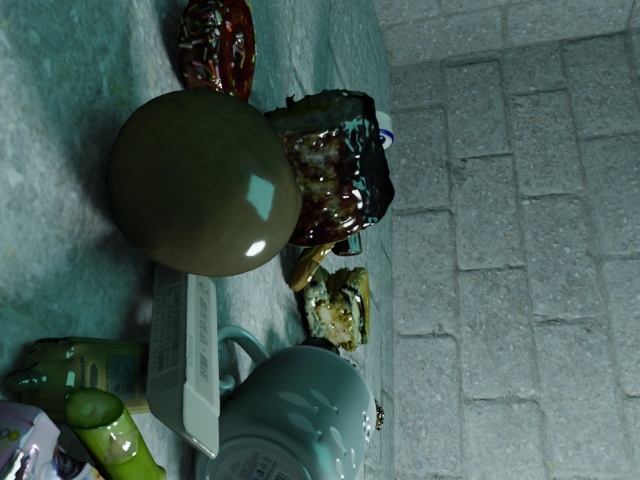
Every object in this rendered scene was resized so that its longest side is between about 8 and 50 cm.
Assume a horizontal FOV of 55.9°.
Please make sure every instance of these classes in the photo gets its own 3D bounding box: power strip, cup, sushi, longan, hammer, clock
[{"bbox_3d":[-0.242,0.173,0.757,0.387,0.066,0.092,35,49,-70],"label":"power strip"},{"bbox_3d":[-0.087,0.305,1.016,0.356,0.259,0.274,53,19,0],"label":"cup"},{"bbox_3d":[0.004,-0.162,1.321,0.281,0.299,0.294,-98,175,-66],"label":"sushi"},{"bbox_3d":[-0.149,-0.074,0.800,0.258,0.258,0.258,-5,90,-75],"label":"longan"},{"bbox_3d":[0.026,-0.085,1.816,0.409,0.095,0.242,15,71,-68],"label":"hammer"},{"bbox_3d":[0.111,-0.335,1.889,0.230,0.230,0.083,30,52,-72],"label":"clock"}]

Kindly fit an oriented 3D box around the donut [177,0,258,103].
[{"bbox_3d":[-0.177,-0.325,1.047,0.235,0.089,0.235,5,90,-80],"label":"donut"}]

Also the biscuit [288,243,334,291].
[{"bbox_3d":[0.000,0.000,1.501,0.290,0.041,0.208,-61,-170,-30],"label":"biscuit"}]

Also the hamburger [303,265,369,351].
[{"bbox_3d":[0.046,0.160,1.589,0.192,0.167,0.288,-83,169,-50],"label":"hamburger"}]

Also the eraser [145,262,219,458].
[{"bbox_3d":[-0.182,0.128,0.809,0.089,0.061,0.352,57,12,-40],"label":"eraser"}]

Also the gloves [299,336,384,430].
[{"bbox_3d":[0.044,0.381,1.519,0.135,0.210,0.312,-49,115,-29],"label":"gloves"}]

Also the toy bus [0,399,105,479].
[{"bbox_3d":[-0.263,0.276,0.602,0.112,0.090,0.274,-66,148,-43],"label":"toy bus"}]

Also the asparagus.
[{"bbox_3d":[-0.223,0.241,0.678,0.277,0.067,0.060,96,11,-50],"label":"asparagus"}]
